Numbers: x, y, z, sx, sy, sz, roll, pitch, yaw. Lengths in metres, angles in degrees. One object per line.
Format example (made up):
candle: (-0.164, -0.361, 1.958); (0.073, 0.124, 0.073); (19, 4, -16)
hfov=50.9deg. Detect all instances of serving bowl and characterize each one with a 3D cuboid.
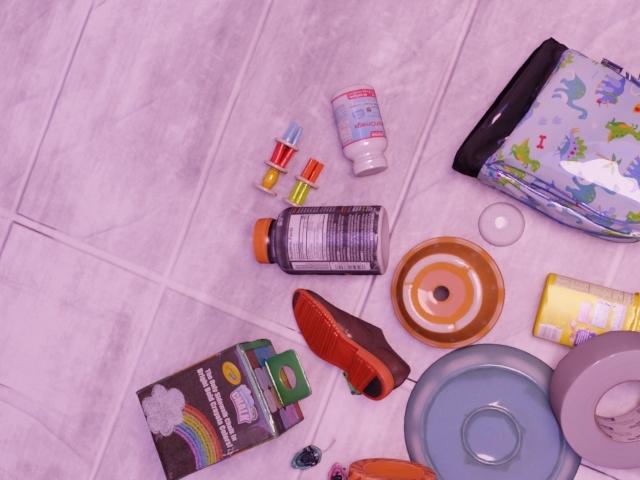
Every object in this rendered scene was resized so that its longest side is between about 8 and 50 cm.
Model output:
serving bowl: (0.331, -0.031, 1.229); (0.083, 0.027, 0.083); (-1, 85, 14)

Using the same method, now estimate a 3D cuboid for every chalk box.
chalk box: (-0.153, 0.296, 1.248); (0.289, 0.179, 0.180); (-25, 80, 10)

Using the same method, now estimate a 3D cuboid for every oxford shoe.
oxford shoe: (0.052, 0.183, 1.262); (0.271, 0.098, 0.097); (44, 133, 26)

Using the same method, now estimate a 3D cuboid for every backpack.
backpack: (0.451, -0.145, 1.115); (0.355, 0.273, 0.290); (38, 89, 1)

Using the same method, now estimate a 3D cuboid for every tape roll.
tape roll: (0.490, 0.259, 1.091); (0.219, 0.072, 0.219); (0, 108, 1)

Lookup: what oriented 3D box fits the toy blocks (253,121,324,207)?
toy blocks: (-0.048, -0.148, 1.316); (0.123, 0.054, 0.148); (27, 92, 15)

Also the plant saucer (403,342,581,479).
plant saucer: (0.305, 0.346, 1.201); (0.317, 0.043, 0.318); (-1, 86, 14)

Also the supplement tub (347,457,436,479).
supplement tub: (0.114, 0.552, 1.154); (0.193, 0.193, 0.316); (3, 86, 14)

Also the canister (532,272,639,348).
canister: (0.466, 0.133, 1.162); (0.170, 0.073, 0.126); (15, 90, 16)

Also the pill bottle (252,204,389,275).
pill bottle: (0.000, 0.000, 1.255); (0.245, 0.130, 0.130); (0, 86, 14)

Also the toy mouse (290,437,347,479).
toy mouse: (0.003, 0.436, 1.272); (0.161, 0.031, 0.143); (20, 91, 14)

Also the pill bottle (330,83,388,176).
pill bottle: (0.078, -0.206, 1.273); (0.087, 0.087, 0.160); (-15, 83, 12)

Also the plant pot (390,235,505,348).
plant pot: (0.216, 0.089, 1.165); (0.205, 0.188, 0.205); (-1, 85, 14)

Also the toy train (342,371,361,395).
toy train: (0.056, 0.257, 1.281); (0.023, 0.017, 0.083); (-25, 80, 21)
